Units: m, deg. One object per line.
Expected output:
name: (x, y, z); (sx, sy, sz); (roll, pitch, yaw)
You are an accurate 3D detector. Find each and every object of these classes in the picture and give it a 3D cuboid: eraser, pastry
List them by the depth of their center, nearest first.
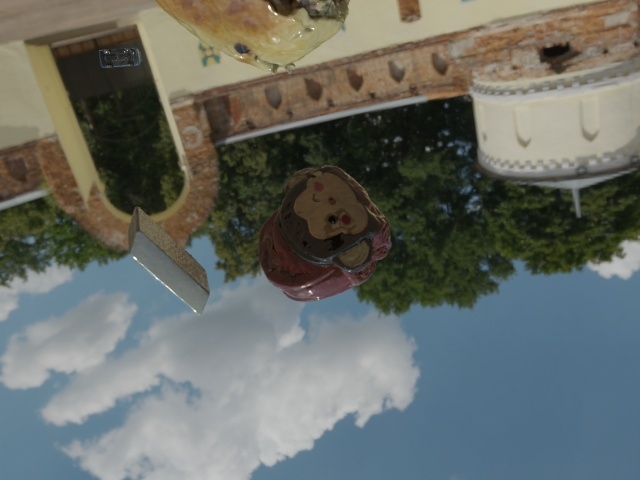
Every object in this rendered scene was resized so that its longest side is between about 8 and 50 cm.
pastry: (-0.091, -0.316, 0.678); (0.170, 0.256, 0.236); (-47, -157, 52)
eraser: (-0.407, 0.062, 1.597); (0.077, 0.352, 0.111); (-31, -139, 8)

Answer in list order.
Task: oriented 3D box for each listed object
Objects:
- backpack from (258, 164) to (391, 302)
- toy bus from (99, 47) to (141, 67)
backpack: (-0.001, -0.001, 0.965); (0.229, 0.139, 0.229); (-12, -120, 21)
toy bus: (-0.431, -0.396, 1.279); (0.083, 0.038, 0.046); (-2, -163, 6)
